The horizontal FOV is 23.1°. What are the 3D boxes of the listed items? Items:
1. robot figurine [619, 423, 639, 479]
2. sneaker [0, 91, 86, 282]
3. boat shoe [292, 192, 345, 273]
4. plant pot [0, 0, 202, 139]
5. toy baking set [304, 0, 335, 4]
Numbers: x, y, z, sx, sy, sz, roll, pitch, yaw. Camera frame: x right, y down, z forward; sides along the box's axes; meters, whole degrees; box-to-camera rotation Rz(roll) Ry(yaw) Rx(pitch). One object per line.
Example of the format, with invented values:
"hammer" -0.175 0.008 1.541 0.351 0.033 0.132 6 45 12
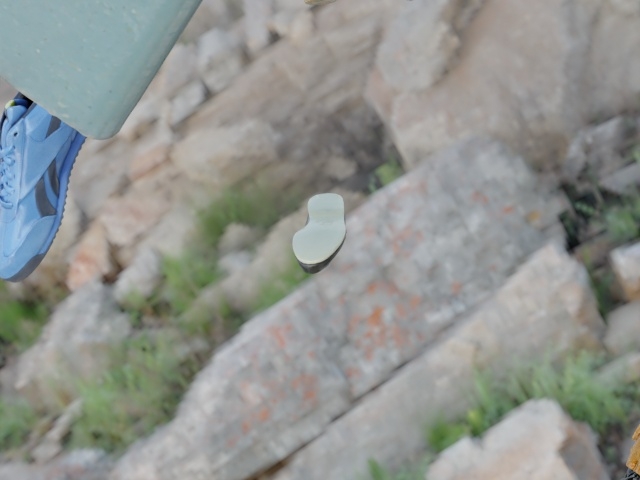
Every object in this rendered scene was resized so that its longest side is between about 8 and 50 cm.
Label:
"robot figurine" 0.382 0.192 1.627 0.211 0.085 0.291 -59 -11 1
"sneaker" -0.252 -0.070 1.340 0.069 0.082 0.209 23 94 48
"boat shoe" 0.002 0.000 1.500 0.049 0.042 0.133 1 26 6
"plant pot" -0.096 -0.248 0.681 0.252 0.247 0.248 -46 15 30
"toy baking set" 0.086 -0.232 1.323 0.256 0.030 0.197 -4 -2 -25
